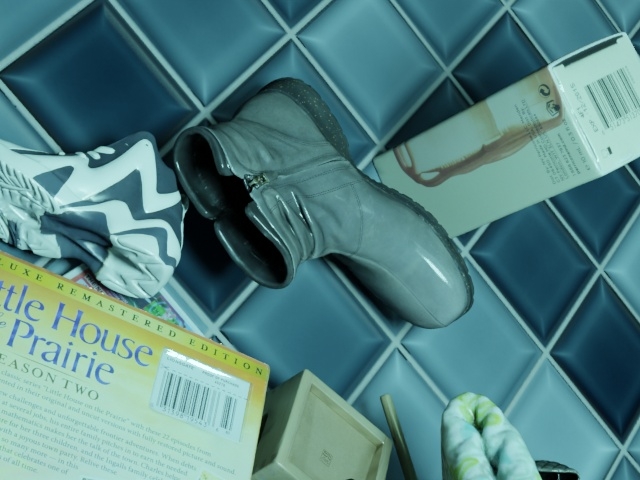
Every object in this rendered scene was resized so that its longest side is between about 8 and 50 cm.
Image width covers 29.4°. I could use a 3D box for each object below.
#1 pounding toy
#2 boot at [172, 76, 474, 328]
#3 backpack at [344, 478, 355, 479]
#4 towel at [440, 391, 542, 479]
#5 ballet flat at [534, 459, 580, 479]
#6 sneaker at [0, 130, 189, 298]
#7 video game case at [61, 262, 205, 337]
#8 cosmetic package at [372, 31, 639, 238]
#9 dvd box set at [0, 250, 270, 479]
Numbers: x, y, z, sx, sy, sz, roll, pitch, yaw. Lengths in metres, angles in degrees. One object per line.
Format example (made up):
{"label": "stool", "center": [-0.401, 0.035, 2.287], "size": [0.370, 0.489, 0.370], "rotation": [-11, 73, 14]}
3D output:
{"label": "pounding toy", "center": [0.020, 0.233, 1.234], "size": [0.206, 0.094, 0.181], "rotation": [42, 36, -18]}
{"label": "boot", "center": [0.000, 0.000, 1.246], "size": [0.338, 0.118, 0.223], "rotation": [45, 33, -2]}
{"label": "backpack", "center": [0.002, 0.363, 1.034], "size": [0.191, 0.225, 0.253], "rotation": [43, 56, -12]}
{"label": "towel", "center": [0.189, 0.372, 1.106], "size": [0.090, 0.374, 0.320], "rotation": [-9, 123, -5]}
{"label": "ballet flat", "center": [0.224, 0.279, 1.391], "size": [0.173, 0.049, 0.057], "rotation": [-8, 79, -37]}
{"label": "sneaker", "center": [-0.227, -0.059, 1.159], "size": [0.235, 0.094, 0.153], "rotation": [25, 40, -4]}
{"label": "video game case", "center": [-0.189, 0.118, 1.129], "size": [0.201, 0.023, 0.183], "rotation": [49, 50, 7]}
{"label": "cosmetic package", "center": [0.217, -0.104, 1.356], "size": [0.153, 0.296, 0.129], "rotation": [-28, 91, -40]}
{"label": "dvd box set", "center": [-0.212, 0.223, 0.961], "size": [0.307, 0.062, 0.420], "rotation": [25, 46, -18]}
